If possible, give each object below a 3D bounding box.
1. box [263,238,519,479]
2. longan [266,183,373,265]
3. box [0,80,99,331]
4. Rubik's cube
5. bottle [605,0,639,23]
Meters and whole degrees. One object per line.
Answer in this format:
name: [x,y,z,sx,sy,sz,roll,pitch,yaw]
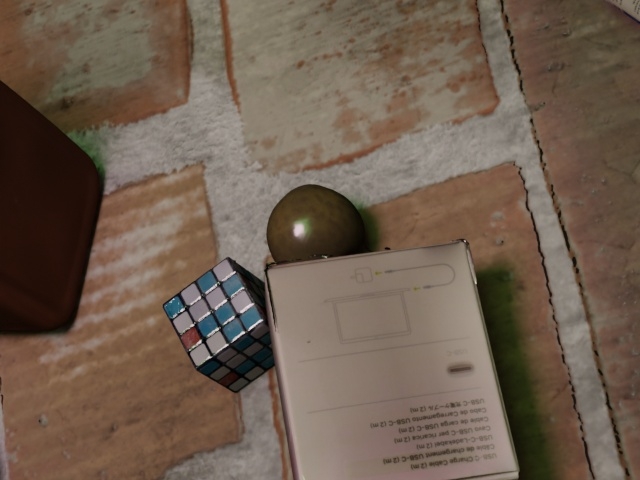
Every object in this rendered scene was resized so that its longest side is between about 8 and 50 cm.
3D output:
box: [0.062,0.137,1.397,0.203,0.106,0.252,-7,63,-7]
longan: [0.000,0.000,1.534,0.119,0.106,0.106,33,84,-10]
box: [-0.427,-0.046,1.609,0.229,0.339,0.240,1,70,22]
Rubik's cube: [-0.094,0.089,1.536,0.092,0.092,0.092,-36,59,7]
bottle: [0.374,-0.216,1.464,0.060,0.060,0.217,-47,57,1]
